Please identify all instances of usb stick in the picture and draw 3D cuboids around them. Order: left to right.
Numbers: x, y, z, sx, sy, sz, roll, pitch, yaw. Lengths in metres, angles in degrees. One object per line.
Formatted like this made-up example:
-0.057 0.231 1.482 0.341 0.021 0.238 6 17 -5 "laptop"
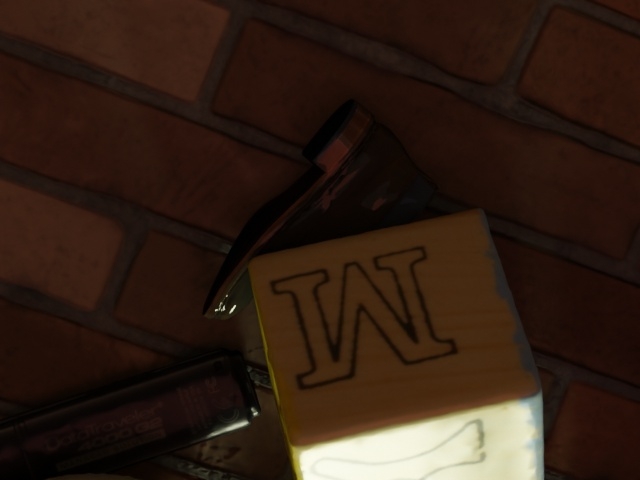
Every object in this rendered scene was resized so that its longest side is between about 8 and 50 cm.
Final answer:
-0.191 0.164 1.691 0.278 0.045 0.077 -18 102 0 "usb stick"

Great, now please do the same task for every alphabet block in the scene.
0.062 0.118 1.597 0.197 0.193 0.192 -12 139 -4 "alphabet block"

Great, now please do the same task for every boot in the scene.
0.000 0.000 1.640 0.106 0.082 0.219 36 99 -14 "boot"

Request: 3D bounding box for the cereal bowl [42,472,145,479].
-0.203 0.350 1.683 0.339 0.141 0.339 -3 103 -13 "cereal bowl"
